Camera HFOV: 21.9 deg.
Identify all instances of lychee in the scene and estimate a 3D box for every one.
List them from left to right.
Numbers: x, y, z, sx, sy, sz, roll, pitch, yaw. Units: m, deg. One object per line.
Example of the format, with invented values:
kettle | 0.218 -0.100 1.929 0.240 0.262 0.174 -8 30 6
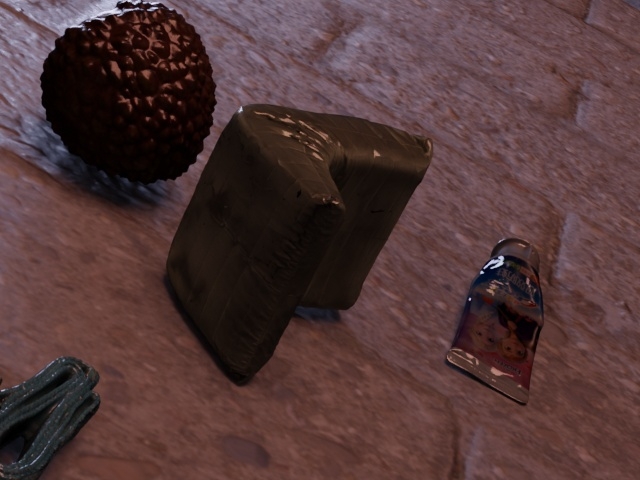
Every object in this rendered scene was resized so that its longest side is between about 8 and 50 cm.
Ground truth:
lychee | -0.183 -0.143 1.647 0.188 0.188 0.188 24 25 -12

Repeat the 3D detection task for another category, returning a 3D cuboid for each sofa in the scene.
sofa | 0.000 0.000 1.518 0.225 0.210 0.176 6 31 -43

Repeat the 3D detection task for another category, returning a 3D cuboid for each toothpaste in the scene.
toothpaste | 0.196 0.080 1.776 0.096 0.061 0.266 29 30 -3

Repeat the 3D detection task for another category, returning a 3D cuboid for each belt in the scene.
belt | -0.225 0.128 1.203 0.100 0.065 0.179 39 23 2
